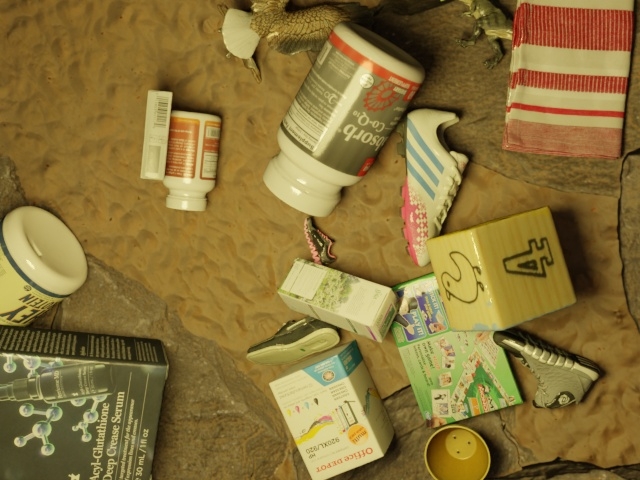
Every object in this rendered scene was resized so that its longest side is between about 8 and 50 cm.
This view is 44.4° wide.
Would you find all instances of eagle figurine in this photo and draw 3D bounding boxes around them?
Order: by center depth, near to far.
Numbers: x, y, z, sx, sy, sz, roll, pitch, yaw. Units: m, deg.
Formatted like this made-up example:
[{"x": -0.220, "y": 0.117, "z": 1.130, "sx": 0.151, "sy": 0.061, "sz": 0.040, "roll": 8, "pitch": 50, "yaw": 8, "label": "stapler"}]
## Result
[{"x": -0.067, "y": -0.491, "z": 1.652, "sx": 0.298, "sy": 0.226, "sz": 0.225, "roll": -18, "pitch": 69, "yaw": 20, "label": "eagle figurine"}]

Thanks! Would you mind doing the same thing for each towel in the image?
[{"x": 0.496, "y": -0.333, "z": 1.564, "sx": 0.237, "sy": 0.037, "sz": 0.329, "roll": 4, "pitch": 95, "yaw": 2, "label": "towel"}]

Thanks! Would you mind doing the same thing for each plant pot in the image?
[{"x": 0.293, "y": 0.444, "z": 1.662, "sx": 0.134, "sy": 0.095, "sz": 0.134, "roll": 1, "pitch": 95, "yaw": 15, "label": "plant pot"}]

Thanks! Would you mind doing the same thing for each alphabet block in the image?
[{"x": 0.351, "y": 0.059, "z": 1.541, "sx": 0.193, "sy": 0.192, "sz": 0.197, "roll": -16, "pitch": 89, "yaw": -23, "label": "alphabet block"}]

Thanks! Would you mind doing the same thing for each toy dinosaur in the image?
[{"x": 0.349, "y": -0.427, "z": 1.609, "sx": 0.268, "sy": 0.064, "sz": 0.118, "roll": 37, "pitch": 95, "yaw": 7, "label": "toy dinosaur"}]

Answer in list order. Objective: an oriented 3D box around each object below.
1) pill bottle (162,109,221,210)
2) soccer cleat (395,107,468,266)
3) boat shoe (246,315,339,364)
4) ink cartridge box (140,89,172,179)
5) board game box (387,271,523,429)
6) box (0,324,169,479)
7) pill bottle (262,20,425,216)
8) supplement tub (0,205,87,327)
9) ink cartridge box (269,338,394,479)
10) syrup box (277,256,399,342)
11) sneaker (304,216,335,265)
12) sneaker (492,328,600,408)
[{"x": -0.293, "y": -0.178, "z": 1.764, "sx": 0.121, "sy": 0.121, "sz": 0.216, "roll": 8, "pitch": 96, "yaw": 14, "label": "pill bottle"}, {"x": 0.237, "y": -0.111, "z": 1.629, "sx": 0.143, "sy": 0.116, "sz": 0.331, "roll": -3, "pitch": 93, "yaw": 16, "label": "soccer cleat"}, {"x": -0.063, "y": 0.222, "z": 1.765, "sx": 0.233, "sy": 0.084, "sz": 0.079, "roll": -23, "pitch": 50, "yaw": 22, "label": "boat shoe"}, {"x": -0.365, "y": -0.232, "z": 1.745, "sx": 0.066, "sy": 0.232, "sz": 0.189, "roll": 5, "pitch": 95, "yaw": -8, "label": "ink cartridge box"}, {"x": 0.276, "y": 0.223, "z": 1.678, "sx": 0.214, "sy": 0.046, "sz": 0.317, "roll": -20, "pitch": 88, "yaw": 15, "label": "board game box"}, {"x": -0.560, "y": 0.368, "z": 1.743, "sx": 0.396, "sy": 0.212, "sz": 0.293, "roll": 7, "pitch": 97, "yaw": -16, "label": "box"}, {"x": 0.039, "y": -0.243, "z": 1.615, "sx": 0.210, "sy": 0.210, "sz": 0.363, "roll": 35, "pitch": 112, "yaw": 10, "label": "pill bottle"}, {"x": -0.742, "y": 0.094, "z": 1.845, "sx": 0.325, "sy": 0.235, "sz": 0.235, "roll": -34, "pitch": 85, "yaw": 15, "label": "supplement tub"}, {"x": 0.030, "y": 0.364, "z": 1.689, "sx": 0.171, "sy": 0.168, "sz": 0.232, "roll": -25, "pitch": 88, "yaw": 14, "label": "ink cartridge box"}, {"x": 0.039, "y": 0.125, "z": 1.667, "sx": 0.237, "sy": 0.096, "sz": 0.093, "roll": 18, "pitch": 68, "yaw": 27, "label": "syrup box"}, {"x": 0.000, "y": 0.000, "z": 1.741, "sx": 0.057, "sy": 0.047, "sz": 0.119, "roll": -18, "pitch": 96, "yaw": 9, "label": "sneaker"}, {"x": 0.443, "y": 0.276, "z": 1.607, "sx": 0.229, "sy": 0.086, "sz": 0.132, "roll": 22, "pitch": 105, "yaw": 2, "label": "sneaker"}]
